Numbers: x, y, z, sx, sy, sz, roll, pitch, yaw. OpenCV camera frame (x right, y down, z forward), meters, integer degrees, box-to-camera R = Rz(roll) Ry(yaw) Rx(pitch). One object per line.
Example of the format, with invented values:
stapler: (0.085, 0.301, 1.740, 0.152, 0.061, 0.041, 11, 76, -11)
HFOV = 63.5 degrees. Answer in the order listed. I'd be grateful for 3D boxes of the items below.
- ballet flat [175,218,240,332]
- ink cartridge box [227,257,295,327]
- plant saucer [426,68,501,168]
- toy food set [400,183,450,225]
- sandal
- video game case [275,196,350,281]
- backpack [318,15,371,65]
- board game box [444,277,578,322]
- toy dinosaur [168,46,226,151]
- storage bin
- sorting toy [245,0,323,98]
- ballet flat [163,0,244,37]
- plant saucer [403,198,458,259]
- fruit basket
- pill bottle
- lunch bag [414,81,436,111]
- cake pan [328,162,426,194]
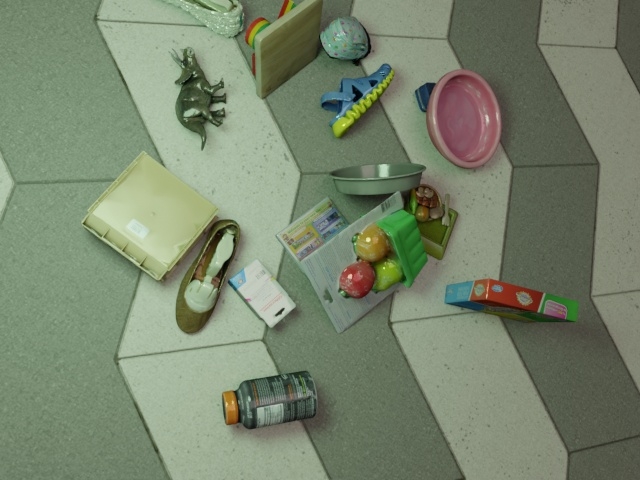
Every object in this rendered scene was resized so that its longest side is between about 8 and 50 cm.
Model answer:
ballet flat: (-0.303, 0.091, 1.432, 0.116, 0.124, 0.342, 29, 72, -18)
ink cartridge box: (-0.169, 0.154, 1.494, 0.104, 0.061, 0.181, -40, 92, -20)
plant saucer: (0.478, -0.407, 1.759, 0.332, 0.084, 0.331, 0, 90, -33)
toy food set: (0.342, -0.122, 1.670, 0.192, 0.038, 0.132, 10, 76, -15)
sandal: (0.118, -0.484, 1.685, 0.138, 0.126, 0.317, 43, 69, 0)
video game case: (0.000, 0.000, 1.599, 0.212, 0.023, 0.193, -38, 91, -19)
backpack: (0.079, -0.659, 1.683, 0.182, 0.115, 0.151, -25, 82, -49)
board game box: (0.591, 0.194, 1.625, 0.317, 0.242, 0.064, 14, 77, -13)
toy dinosaur: (-0.366, -0.405, 1.538, 0.161, 0.121, 0.313, 1, 83, -5)
storage bin: (-0.458, -0.059, 1.418, 0.262, 0.123, 0.260, 38, 71, -7)
sorting toy: (-0.120, -0.604, 1.572, 0.089, 0.255, 0.257, 42, 70, 12)
ballet flat: (-0.407, -0.778, 1.570, 0.409, 0.147, 0.146, 27, 72, -11)
plant saucer: (0.362, -0.059, 1.710, 0.188, 0.045, 0.188, 27, 72, -10)
fruit basket: (0.132, 0.066, 1.521, 0.353, 0.165, 0.327, -33, 128, -9)
pill bottle: (-0.141, 0.437, 1.409, 0.246, 0.130, 0.130, -4, 80, -18)
lunch bag: (0.374, -0.490, 1.792, 0.067, 0.065, 0.098, -8, 80, -34)
cake pan: (0.172, -0.188, 1.567, 0.294, 0.293, 0.054, -11, 106, -19)
